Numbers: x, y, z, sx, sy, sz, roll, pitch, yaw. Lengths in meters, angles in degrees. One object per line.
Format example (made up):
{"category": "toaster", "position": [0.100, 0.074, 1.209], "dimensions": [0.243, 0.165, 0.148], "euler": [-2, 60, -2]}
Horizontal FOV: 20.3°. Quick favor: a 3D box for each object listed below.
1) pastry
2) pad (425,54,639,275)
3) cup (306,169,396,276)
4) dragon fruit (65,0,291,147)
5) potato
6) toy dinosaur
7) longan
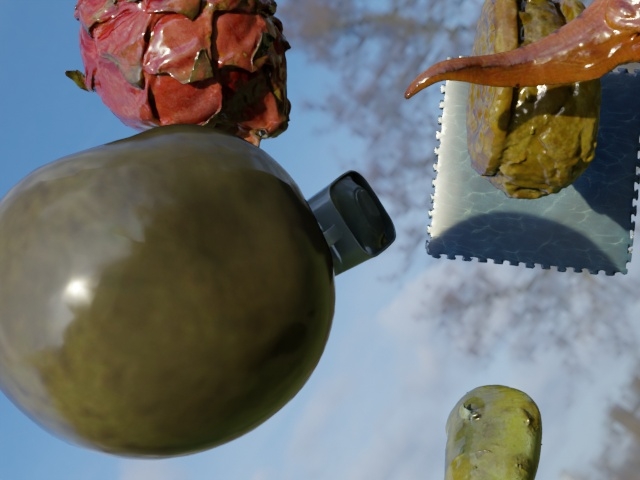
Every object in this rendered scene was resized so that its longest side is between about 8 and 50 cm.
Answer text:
{"category": "pastry", "position": [0.241, -0.166, 2.038], "dimensions": [0.235, 0.132, 0.240], "euler": [105, 170, -79]}
{"category": "pad", "position": [0.275, -0.096, 2.282], "dimensions": [0.012, 0.269, 0.269], "euler": [3, -89, -79]}
{"category": "cup", "position": [0.000, 0.000, 1.968], "dimensions": [0.129, 0.095, 0.128], "euler": [-32, 4, 31]}
{"category": "dragon fruit", "position": [-0.159, -0.223, 2.106], "dimensions": [0.244, 0.299, 0.244], "euler": [-43, -1, -1]}
{"category": "potato", "position": [0.162, 0.210, 1.727], "dimensions": [0.105, 0.085, 0.188], "euler": [-33, 29, 36]}
{"category": "toy dinosaur", "position": [0.317, -0.199, 1.788], "dimensions": [0.432, 0.208, 0.097], "euler": [-33, -20, -14]}
{"category": "longan", "position": [-0.166, 0.048, 1.772], "dimensions": [0.361, 0.361, 0.361], "euler": [-51, -13, -16]}
